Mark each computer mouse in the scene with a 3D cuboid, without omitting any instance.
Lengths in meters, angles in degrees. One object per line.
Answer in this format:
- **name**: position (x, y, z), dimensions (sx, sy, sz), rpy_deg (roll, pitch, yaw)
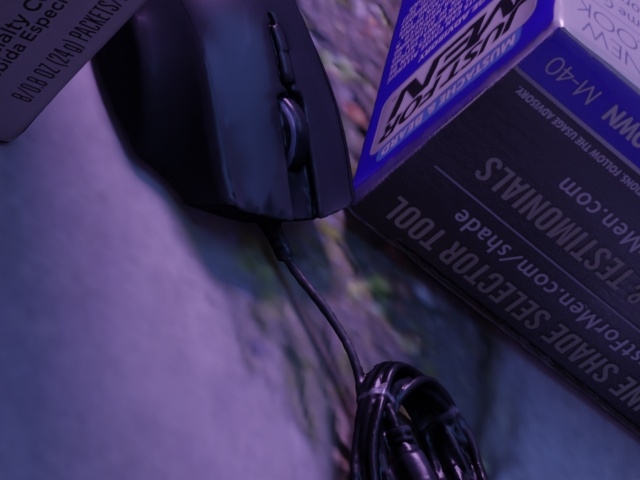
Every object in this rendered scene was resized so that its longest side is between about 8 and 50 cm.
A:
- **computer mouse**: position (0.000, 0.000, 0.551), dimensions (0.071, 0.041, 0.242), rpy_deg (-3, 59, -50)

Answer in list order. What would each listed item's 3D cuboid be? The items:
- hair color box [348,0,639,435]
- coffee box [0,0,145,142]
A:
- **hair color box**: position (0.134, -0.085, 0.723), dimensions (0.185, 0.110, 0.339), rpy_deg (37, 37, -17)
- **coffee box**: position (-0.063, -0.170, 0.423), dimensions (0.168, 0.297, 0.119), rpy_deg (22, 45, -34)
